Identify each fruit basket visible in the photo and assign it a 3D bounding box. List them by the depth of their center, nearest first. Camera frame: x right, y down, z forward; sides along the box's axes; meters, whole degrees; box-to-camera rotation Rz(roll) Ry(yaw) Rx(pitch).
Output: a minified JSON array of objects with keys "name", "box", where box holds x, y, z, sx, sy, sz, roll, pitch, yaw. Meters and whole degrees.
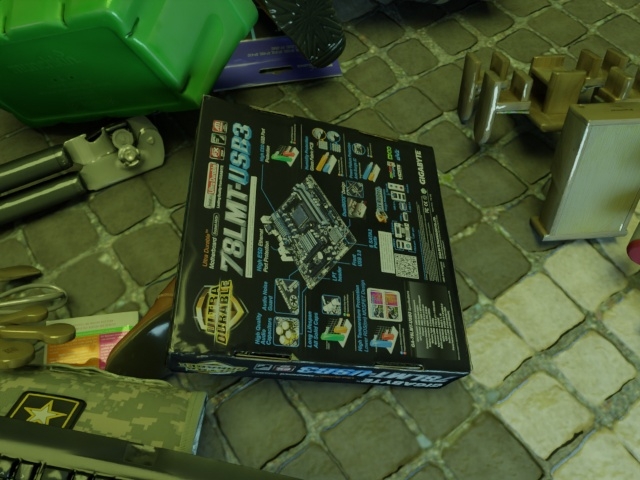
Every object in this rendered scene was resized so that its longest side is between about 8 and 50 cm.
[{"name":"fruit basket","box":[-0.275,-0.346,0.651,0.392,0.283,0.392,-7,68,18]}]

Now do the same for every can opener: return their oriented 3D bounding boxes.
[{"name":"can opener","box":[-0.338,-0.089,0.645,0.280,0.074,0.093,-27,30,-17]}]

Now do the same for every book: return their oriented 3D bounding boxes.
[{"name":"book","box":[-0.236,0.150,0.521,0.096,0.035,0.144,-7,61,-8]}]

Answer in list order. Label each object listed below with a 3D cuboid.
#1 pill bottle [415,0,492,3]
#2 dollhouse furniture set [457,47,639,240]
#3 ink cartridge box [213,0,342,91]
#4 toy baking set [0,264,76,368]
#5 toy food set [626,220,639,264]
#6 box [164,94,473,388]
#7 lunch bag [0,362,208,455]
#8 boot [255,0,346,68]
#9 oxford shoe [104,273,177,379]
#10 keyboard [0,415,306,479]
[{"name":"pill bottle","box":[0.131,-0.488,0.776,0.361,0.204,0.204,2,59,-13]},{"name":"dollhouse furniture set","box":[0.316,-0.137,0.658,0.212,0.161,0.242,-3,38,-3]},{"name":"ink cartridge box","box":[-0.084,-0.336,0.795,0.206,0.045,0.208,-10,61,-8]},{"name":"toy baking set","box":[-0.345,0.080,0.471,0.197,0.030,0.256,0,17,-31]},{"name":"toy food set","box":[0.407,0.057,0.526,0.232,0.111,0.104,47,66,-11]},{"name":"box","box":[0.000,0.000,0.541,0.293,0.073,0.295,7,60,-16]},{"name":"lunch bag","box":[-0.230,0.234,0.385,0.235,0.169,0.287,9,61,-5]},{"name":"boot","box":[-0.090,-0.379,0.672,0.089,0.236,0.269,-38,70,0]},{"name":"oxford shoe","box":[-0.151,0.074,0.549,0.076,0.076,0.212,21,50,36]},{"name":"keyboard","box":[-0.139,0.228,0.296,0.317,0.033,0.201,14,64,-6]}]
